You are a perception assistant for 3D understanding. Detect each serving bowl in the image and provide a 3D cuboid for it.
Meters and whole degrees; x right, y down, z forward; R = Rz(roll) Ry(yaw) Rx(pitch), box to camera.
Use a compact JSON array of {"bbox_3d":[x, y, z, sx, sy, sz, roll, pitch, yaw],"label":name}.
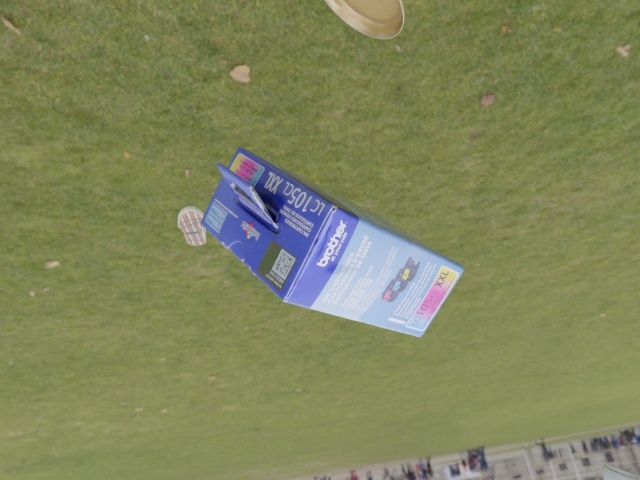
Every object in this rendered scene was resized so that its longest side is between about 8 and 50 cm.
[{"bbox_3d":[0.271,0.211,0.431,0.083,0.027,0.083,19,170,4],"label":"serving bowl"}]

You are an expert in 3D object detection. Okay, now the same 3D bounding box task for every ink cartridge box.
[{"bbox_3d":[0.000,0.000,0.842,0.395,0.270,0.151,20,101,-44],"label":"ink cartridge box"}]

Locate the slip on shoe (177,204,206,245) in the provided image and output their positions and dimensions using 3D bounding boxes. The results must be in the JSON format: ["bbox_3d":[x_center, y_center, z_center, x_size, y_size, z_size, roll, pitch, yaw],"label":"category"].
[{"bbox_3d":[-0.242,-0.037,1.021,0.051,0.041,0.135,-4,154,-4],"label":"slip on shoe"}]

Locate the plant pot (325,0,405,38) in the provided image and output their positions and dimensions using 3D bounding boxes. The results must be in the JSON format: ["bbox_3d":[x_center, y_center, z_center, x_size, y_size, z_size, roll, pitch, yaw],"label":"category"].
[{"bbox_3d":[0.079,-0.508,1.077,0.032,0.236,0.236,-53,153,-8],"label":"plant pot"}]
